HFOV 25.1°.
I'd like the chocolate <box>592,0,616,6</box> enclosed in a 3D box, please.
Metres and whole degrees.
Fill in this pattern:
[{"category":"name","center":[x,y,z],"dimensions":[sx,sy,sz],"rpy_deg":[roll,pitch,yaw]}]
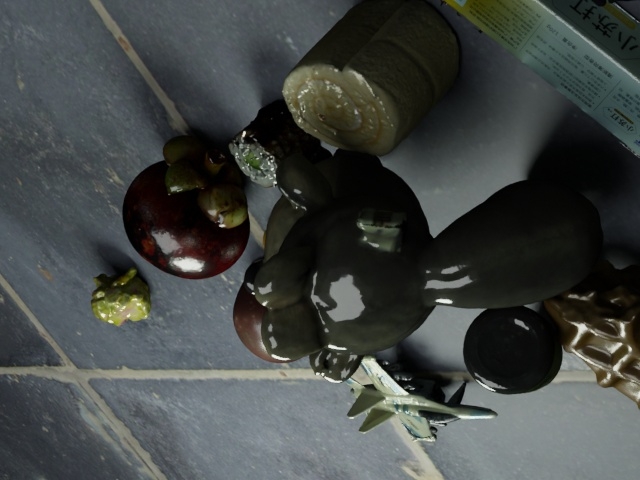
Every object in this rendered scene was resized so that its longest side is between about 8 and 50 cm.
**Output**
[{"category":"chocolate","center":[0.231,-0.334,1.197],"dimensions":[0.148,0.126,0.343],"rpy_deg":[-25,123,11]}]

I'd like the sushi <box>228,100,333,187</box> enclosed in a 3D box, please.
[{"category":"sushi","center":[-0.054,-0.114,1.786],"dimensions":[0.098,0.084,0.094],"rpy_deg":[52,149,-12]}]

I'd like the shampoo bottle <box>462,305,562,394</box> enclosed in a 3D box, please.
[{"category":"shampoo bottle","center":[0.234,0.131,1.695],"dimensions":[0.101,0.101,0.284],"rpy_deg":[32,-178,13]}]

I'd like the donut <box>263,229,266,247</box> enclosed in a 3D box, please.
[{"category":"donut","center":[-0.040,0.011,1.974],"dimensions":[0.038,0.067,0.083],"rpy_deg":[120,131,-64]}]

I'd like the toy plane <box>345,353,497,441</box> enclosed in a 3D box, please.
[{"category":"toy plane","center":[0.144,0.222,1.998],"dimensions":[0.262,0.088,0.192],"rpy_deg":[-7,131,37]}]

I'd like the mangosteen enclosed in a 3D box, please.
[{"category":"mangosteen","center":[-0.173,-0.046,1.933],"dimensions":[0.200,0.200,0.200],"rpy_deg":[27,146,21]}]

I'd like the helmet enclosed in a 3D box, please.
[{"category":"helmet","center":[-0.065,0.122,2.067],"dimensions":[0.155,0.106,0.175],"rpy_deg":[21,147,29]}]

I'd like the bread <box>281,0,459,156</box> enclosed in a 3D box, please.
[{"category":"bread","center":[0.056,-0.173,1.542],"dimensions":[0.148,0.141,0.134],"rpy_deg":[-3,127,49]}]

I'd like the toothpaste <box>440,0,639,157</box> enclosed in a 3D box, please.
[{"category":"toothpaste","center":[0.249,-0.191,1.388],"dimensions":[0.313,0.071,0.089],"rpy_deg":[39,146,3]}]

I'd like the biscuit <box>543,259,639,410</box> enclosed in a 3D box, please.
[{"category":"biscuit","center":[0.425,0.098,1.499],"dimensions":[0.268,0.115,0.366],"rpy_deg":[47,148,-22]}]

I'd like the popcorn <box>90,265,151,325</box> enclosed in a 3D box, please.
[{"category":"popcorn","center":[-0.321,0.093,2.321],"dimensions":[0.097,0.089,0.109],"rpy_deg":[2,155,-5]}]

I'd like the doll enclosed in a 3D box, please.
[{"category":"doll","center":[0.104,0.027,1.585],"dimensions":[0.379,0.382,0.252],"rpy_deg":[6,104,4]}]
